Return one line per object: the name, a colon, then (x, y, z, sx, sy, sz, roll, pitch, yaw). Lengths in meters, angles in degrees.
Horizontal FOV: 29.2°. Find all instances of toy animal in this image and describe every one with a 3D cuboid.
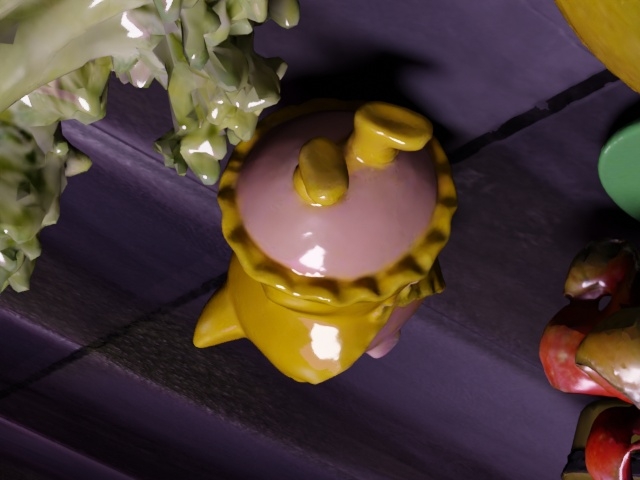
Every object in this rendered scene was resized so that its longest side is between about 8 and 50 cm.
toy animal: (0.004, -0.002, 0.730, 0.156, 0.156, 0.230, 21, 152, -2)

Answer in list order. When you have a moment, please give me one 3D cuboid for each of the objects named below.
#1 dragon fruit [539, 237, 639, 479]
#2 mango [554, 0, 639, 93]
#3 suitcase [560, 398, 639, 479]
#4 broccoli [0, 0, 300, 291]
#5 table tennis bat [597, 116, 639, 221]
dragon fruit: (0.270, 0.130, 0.665, 0.307, 0.227, 0.243, 2, 108, 27)
mango: (0.190, -0.103, 0.388, 0.261, 0.167, 0.130, 12, 168, 8)
suitcase: (0.309, 0.199, 0.921, 0.234, 0.143, 0.194, -2, 148, 38)
broccoli: (-0.165, -0.110, 0.505, 0.277, 0.318, 0.338, 34, 178, -42)
table tennis bat: (0.265, -0.028, 0.621, 0.257, 0.039, 0.160, 2, 155, 42)
